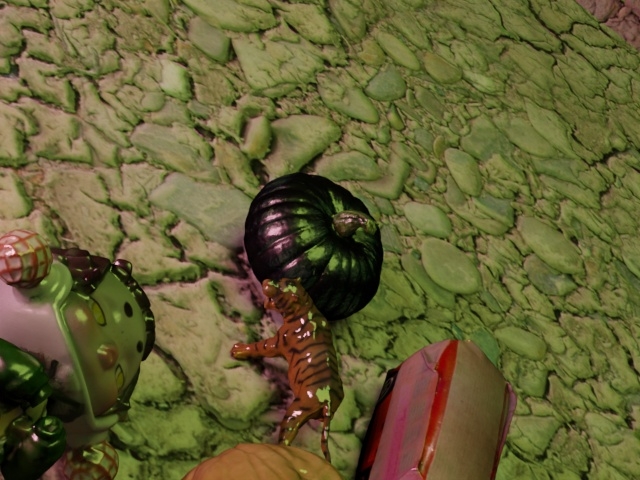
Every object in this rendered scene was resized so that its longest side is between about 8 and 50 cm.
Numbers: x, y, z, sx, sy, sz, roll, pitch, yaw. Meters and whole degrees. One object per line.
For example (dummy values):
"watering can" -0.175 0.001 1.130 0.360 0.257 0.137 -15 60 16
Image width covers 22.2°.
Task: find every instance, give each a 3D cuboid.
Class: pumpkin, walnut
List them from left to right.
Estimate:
"walnut" -0.052 0.303 1.525 0.228 0.228 0.228 25 36 -20
"pumpkin" -0.009 0.007 1.965 0.194 0.150 0.194 29 14 -8

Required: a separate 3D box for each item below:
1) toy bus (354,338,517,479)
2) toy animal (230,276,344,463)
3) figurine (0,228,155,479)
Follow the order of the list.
"toy bus" 0.126 0.236 1.826 0.127 0.147 0.303 38 35 -12
"toy animal" -0.009 0.170 1.794 0.114 0.116 0.255 12 43 -32
"figurine" -0.278 0.129 1.537 0.370 0.167 0.281 -53 134 -56
